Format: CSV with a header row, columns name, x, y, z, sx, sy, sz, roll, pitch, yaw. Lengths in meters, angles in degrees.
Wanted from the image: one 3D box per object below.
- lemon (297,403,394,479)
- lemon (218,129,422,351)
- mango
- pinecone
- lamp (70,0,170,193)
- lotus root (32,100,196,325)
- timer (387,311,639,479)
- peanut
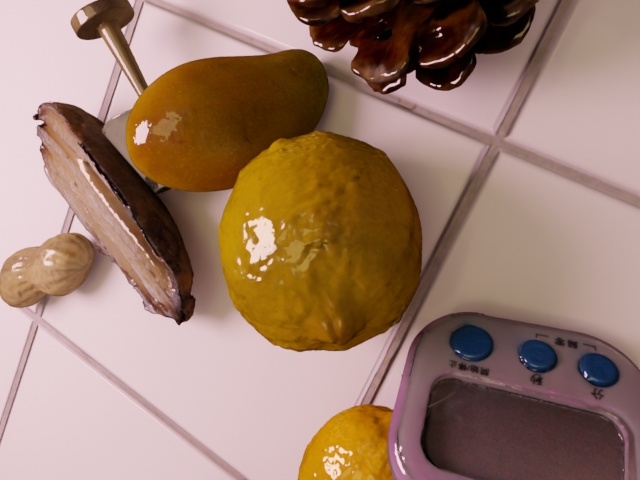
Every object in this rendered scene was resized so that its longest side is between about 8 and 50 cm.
name,x,y,z,sx,sy,sz,roll,pitch,yaw
lemon,0.046,0.250,0.535,0.142,0.142,0.187,21,100,22
lemon,0.000,0.000,0.511,0.192,0.192,0.231,-30,47,23
mango,-0.090,-0.128,0.565,0.228,0.099,0.136,-27,107,-15
pinecone,0.064,-0.249,0.432,0.244,0.309,0.243,-13,71,42
lamp,-0.209,-0.167,0.635,0.121,0.121,0.214,-25,98,23
lotus root,-0.246,-0.043,0.685,0.329,0.078,0.167,50,144,12
timer,0.168,0.159,0.459,0.209,0.190,0.069,11,142,15
peanut,-0.390,0.045,0.757,0.187,0.082,0.082,-18,85,24
